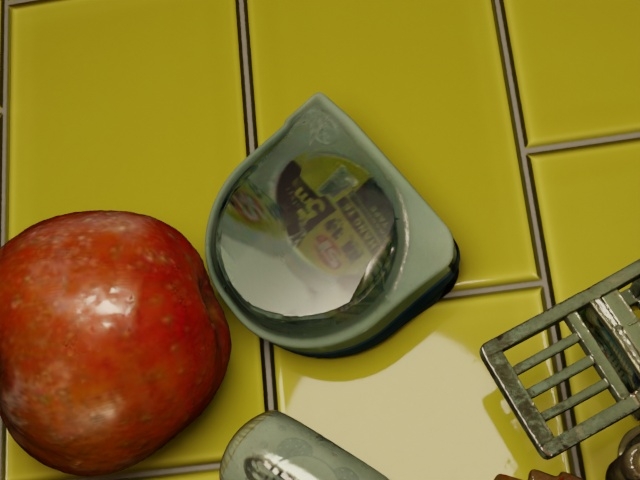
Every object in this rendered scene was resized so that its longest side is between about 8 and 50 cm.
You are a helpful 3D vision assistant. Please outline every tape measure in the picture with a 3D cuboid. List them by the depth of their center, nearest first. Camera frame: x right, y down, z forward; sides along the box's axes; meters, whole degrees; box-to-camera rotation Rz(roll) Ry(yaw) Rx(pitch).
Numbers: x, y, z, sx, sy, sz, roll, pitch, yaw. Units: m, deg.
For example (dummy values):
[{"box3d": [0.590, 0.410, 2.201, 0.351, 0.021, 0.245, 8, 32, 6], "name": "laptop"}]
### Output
[{"box3d": [0.001, -0.002, 1.171, 0.262, 0.138, 0.259, -38, 69, -5], "name": "tape measure"}]

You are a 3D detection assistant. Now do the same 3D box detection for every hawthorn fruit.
[{"box3d": [-0.240, 0.105, 1.105, 0.284, 0.284, 0.284, -3, 71, 8], "name": "hawthorn fruit"}]

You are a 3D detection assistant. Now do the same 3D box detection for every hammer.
[{"box3d": [-0.061, 0.350, 1.084, 0.202, 0.113, 0.305, 29, 83, 20], "name": "hammer"}]

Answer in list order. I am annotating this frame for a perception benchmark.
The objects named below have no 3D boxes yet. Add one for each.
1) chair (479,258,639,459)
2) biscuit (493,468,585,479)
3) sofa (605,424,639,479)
[{"box3d": [0.310, 0.121, 1.071, 0.270, 0.147, 0.136, -29, 69, -5], "name": "chair"}, {"box3d": [0.246, 0.292, 1.093, 0.130, 0.019, 0.119, -25, 70, 0], "name": "biscuit"}, {"box3d": [0.418, 0.221, 0.995, 0.258, 0.200, 0.182, -12, 72, 7], "name": "sofa"}]
